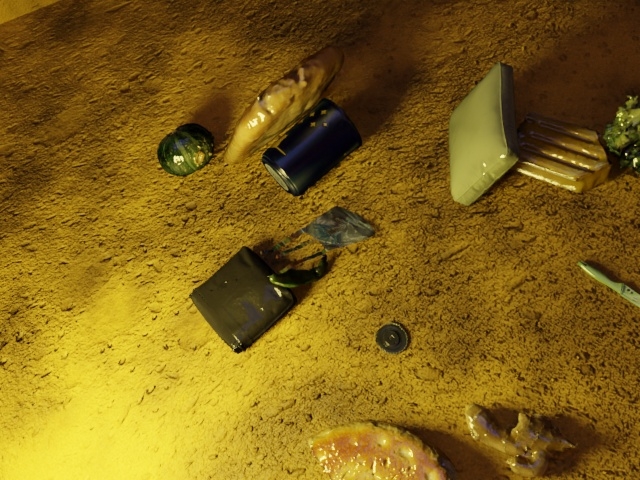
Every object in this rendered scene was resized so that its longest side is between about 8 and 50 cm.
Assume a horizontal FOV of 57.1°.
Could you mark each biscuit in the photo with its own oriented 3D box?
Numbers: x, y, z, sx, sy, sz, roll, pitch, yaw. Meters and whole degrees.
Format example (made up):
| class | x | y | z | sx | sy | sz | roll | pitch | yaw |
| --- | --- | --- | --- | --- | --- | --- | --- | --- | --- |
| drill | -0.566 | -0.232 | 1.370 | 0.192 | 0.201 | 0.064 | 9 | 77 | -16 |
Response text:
| class | x | y | z | sx | sy | sz | roll | pitch | yaw |
| --- | --- | --- | --- | --- | --- | --- | --- | --- | --- |
| biscuit | -0.092 | -0.400 | 1.719 | 0.429 | 0.446 | 0.104 | -41 | 96 | -15 |

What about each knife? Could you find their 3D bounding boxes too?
| class | x | y | z | sx | sy | sz | roll | pitch | yaw |
| --- | --- | --- | --- | --- | --- | --- | --- | --- | --- |
| knife | 0.679 | 0.105 | 1.340 | 0.030 | 0.014 | 0.207 | -42 | 57 | -9 |

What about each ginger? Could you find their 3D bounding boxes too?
| class | x | y | z | sx | sy | sz | roll | pitch | yaw |
| --- | --- | --- | --- | --- | --- | --- | --- | --- | --- |
| ginger | 0.406 | 0.399 | 1.223 | 0.214 | 0.059 | 0.133 | 37 | 84 | 34 |

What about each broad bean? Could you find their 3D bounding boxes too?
| class | x | y | z | sx | sy | sz | roll | pitch | yaw |
| --- | --- | --- | --- | --- | --- | --- | --- | --- | --- |
| broad bean | -0.053 | 0.091 | 1.532 | 0.195 | 0.061 | 0.046 | -20 | 9 | -37 |

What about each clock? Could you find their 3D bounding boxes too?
| class | x | y | z | sx | sy | sz | roll | pitch | yaw |
| --- | --- | --- | --- | --- | --- | --- | --- | --- | --- |
| clock | 0.173 | 0.239 | 1.426 | 0.074 | 0.010 | 0.083 | -37 | 55 | -7 |

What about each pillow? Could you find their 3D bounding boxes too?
| class | x | y | z | sx | sy | sz | roll | pitch | yaw |
| --- | --- | --- | --- | --- | --- | --- | --- | --- | --- |
| pillow | 0.425 | -0.277 | 1.543 | 0.120 | 0.255 | 0.322 | 15 | 58 | -14 |

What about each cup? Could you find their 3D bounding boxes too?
| class | x | y | z | sx | sy | sz | roll | pitch | yaw |
| --- | --- | --- | --- | --- | --- | --- | --- | --- | --- |
| cup | -0.036 | -0.262 | 1.750 | 0.256 | 0.255 | 0.178 | -41 | 93 | -6 |

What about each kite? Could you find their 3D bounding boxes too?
| class | x | y | z | sx | sy | sz | roll | pitch | yaw |
| --- | --- | --- | --- | --- | --- | --- | --- | --- | --- |
| kite | 0.000 | -0.002 | 1.561 | 0.310 | 0.015 | 0.169 | -32 | 49 | -31 |

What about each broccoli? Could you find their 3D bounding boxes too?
| class | x | y | z | sx | sy | sz | roll | pitch | yaw |
| --- | --- | --- | --- | --- | --- | --- | --- | --- | --- |
| broccoli | 0.818 | -0.263 | 1.380 | 0.247 | 0.243 | 0.263 | -33 | 60 | -26 |

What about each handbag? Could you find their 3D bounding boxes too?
| class | x | y | z | sx | sy | sz | roll | pitch | yaw |
| --- | --- | --- | --- | --- | --- | --- | --- | --- | --- |
| handbag | -0.212 | 0.150 | 1.568 | 0.223 | 0.080 | 0.247 | -41 | 56 | -9 |

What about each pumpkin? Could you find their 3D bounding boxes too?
| class | x | y | z | sx | sy | sz | roll | pitch | yaw |
| --- | --- | --- | --- | --- | --- | --- | --- | --- | --- |
| pumpkin | -0.428 | -0.288 | 1.872 | 0.190 | 0.146 | 0.190 | -34 | 32 | 25 |

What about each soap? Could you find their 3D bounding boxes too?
| class | x | y | z | sx | sy | sz | roll | pitch | yaw |
| --- | --- | --- | --- | --- | --- | --- | --- | --- | --- |
| soap | 0.624 | -0.224 | 1.522 | 0.258 | 0.080 | 0.160 | 28 | 74 | 31 |

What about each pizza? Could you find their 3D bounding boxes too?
| class | x | y | z | sx | sy | sz | roll | pitch | yaw |
| --- | --- | --- | --- | --- | --- | --- | --- | --- | --- |
| pizza | 0.117 | 0.497 | 1.239 | 0.336 | 0.086 | 0.226 | 4 | 65 | 22 |
